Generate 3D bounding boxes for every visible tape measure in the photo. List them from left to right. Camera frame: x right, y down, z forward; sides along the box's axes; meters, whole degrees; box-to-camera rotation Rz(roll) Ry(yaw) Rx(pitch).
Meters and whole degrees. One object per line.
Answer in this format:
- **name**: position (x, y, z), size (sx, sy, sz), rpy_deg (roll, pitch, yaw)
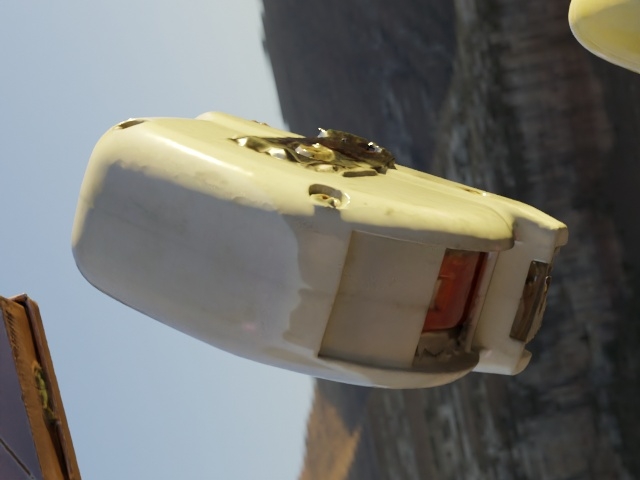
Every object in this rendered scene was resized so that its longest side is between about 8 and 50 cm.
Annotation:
- **tape measure**: position (0.000, 0.000, 0.929), size (0.265, 0.258, 0.130), rpy_deg (-5, -66, -67)

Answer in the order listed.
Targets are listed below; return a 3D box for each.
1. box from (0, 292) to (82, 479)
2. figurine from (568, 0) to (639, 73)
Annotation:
- **box**: position (-0.354, 0.178, 1.408), size (0.086, 0.215, 0.215), rpy_deg (49, -157, -71)
- **figurine**: position (0.328, -0.123, 1.093), size (0.222, 0.324, 0.124), rpy_deg (140, 144, -69)
